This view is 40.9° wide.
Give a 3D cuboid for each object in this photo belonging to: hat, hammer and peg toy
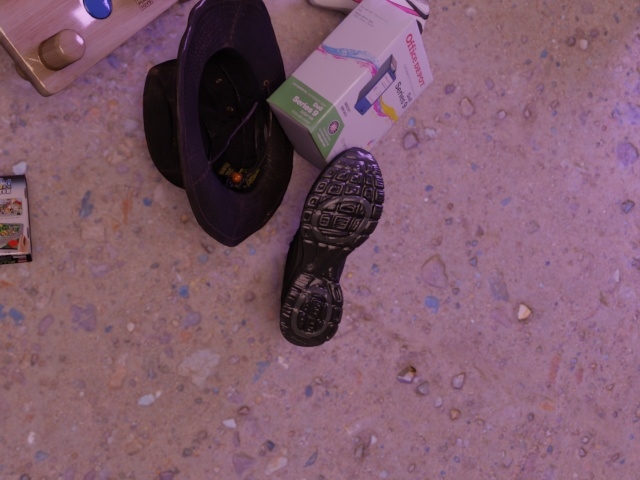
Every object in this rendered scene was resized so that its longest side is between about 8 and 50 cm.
[{"bbox_3d":[-0.151,-0.160,1.129,0.134,0.331,0.331,7,95,24],"label":"hat"},{"bbox_3d":[-0.275,-0.367,1.034,0.361,0.127,0.266,-48,117,-33],"label":"hammer and peg toy"}]

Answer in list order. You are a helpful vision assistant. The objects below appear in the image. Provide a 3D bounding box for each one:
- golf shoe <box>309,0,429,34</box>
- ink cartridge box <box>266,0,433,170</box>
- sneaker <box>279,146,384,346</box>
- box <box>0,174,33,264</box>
[{"bbox_3d":[0.073,-0.336,1.234,0.186,0.067,0.086,-2,98,-17],"label":"golf shoe"},{"bbox_3d":[0.047,-0.210,1.189,0.093,0.154,0.212,37,81,27],"label":"ink cartridge box"},{"bbox_3d":[0.000,0.000,1.206,0.109,0.130,0.286,18,104,-16],"label":"sneaker"},{"bbox_3d":[-0.480,-0.021,1.096,0.207,0.036,0.114,-4,71,-16],"label":"box"}]
